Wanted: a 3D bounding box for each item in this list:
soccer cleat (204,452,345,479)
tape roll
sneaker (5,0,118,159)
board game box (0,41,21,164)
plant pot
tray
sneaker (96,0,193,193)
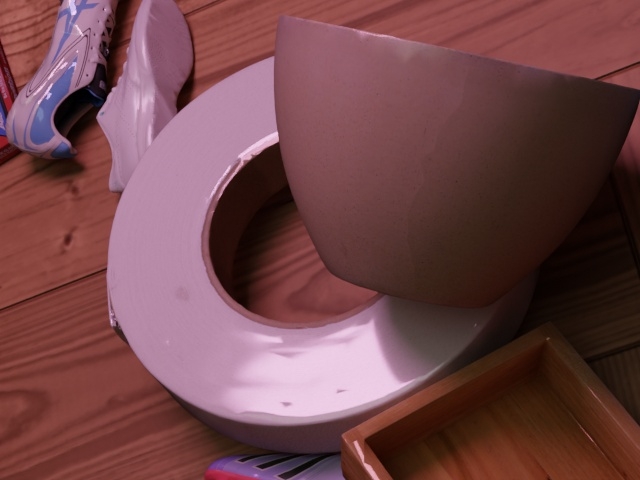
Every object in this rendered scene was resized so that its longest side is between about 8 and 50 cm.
[{"bbox_3d":[0.018,0.210,1.365,0.248,0.083,0.095,4,49,30],"label":"soccer cleat"},{"bbox_3d":[0.000,0.000,1.414,0.392,0.072,0.392,-9,60,15],"label":"tape roll"},{"bbox_3d":[-0.246,-0.191,1.653,0.086,0.085,0.237,19,76,7],"label":"sneaker"},{"bbox_3d":[-0.415,-0.183,1.757,0.145,0.027,0.281,-32,60,13],"label":"board game box"},{"bbox_3d":[0.087,-0.055,1.239,0.284,0.284,0.190,17,98,30],"label":"plant pot"},{"bbox_3d":[0.209,0.268,1.193,0.203,0.076,0.411,-26,58,-18],"label":"tray"},{"bbox_3d":[-0.186,-0.148,1.607,0.094,0.080,0.212,-13,65,34],"label":"sneaker"}]
